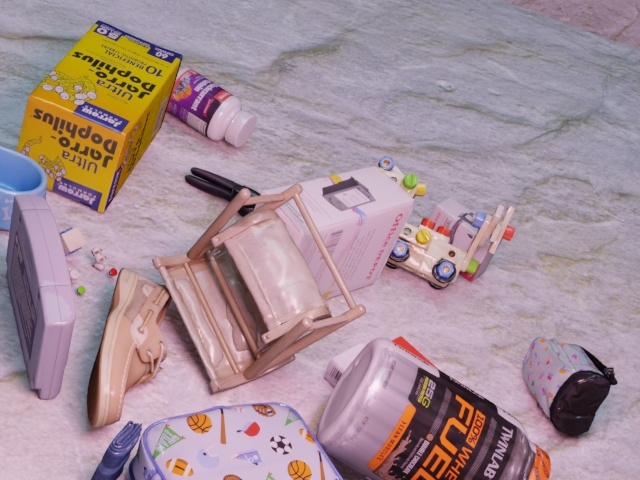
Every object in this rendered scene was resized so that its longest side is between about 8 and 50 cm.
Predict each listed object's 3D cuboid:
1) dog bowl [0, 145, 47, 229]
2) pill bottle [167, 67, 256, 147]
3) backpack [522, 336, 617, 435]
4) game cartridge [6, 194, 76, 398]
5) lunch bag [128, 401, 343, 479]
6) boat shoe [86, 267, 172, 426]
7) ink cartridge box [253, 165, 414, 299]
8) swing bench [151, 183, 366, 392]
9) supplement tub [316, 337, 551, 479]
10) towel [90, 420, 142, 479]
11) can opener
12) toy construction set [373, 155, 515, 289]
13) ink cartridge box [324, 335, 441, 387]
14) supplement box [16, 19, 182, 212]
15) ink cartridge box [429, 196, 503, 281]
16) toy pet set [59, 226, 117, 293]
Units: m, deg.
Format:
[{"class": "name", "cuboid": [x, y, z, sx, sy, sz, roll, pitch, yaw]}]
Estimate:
[{"class": "dog bowl", "cuboid": [-0.627, -0.121, 1.958, 0.297, 0.074, 0.166, 21, 31, -13]}, {"class": "pill bottle", "cuboid": [-0.239, -0.284, 2.380, 0.193, 0.108, 0.108, 32, 36, 12]}, {"class": "backpack", "cuboid": [0.459, 0.258, 2.059, 0.115, 0.152, 0.182, 21, 22, -20]}, {"class": "game cartridge", "cuboid": [-0.443, 0.075, 1.727, 0.062, 0.198, 0.297, 2, 42, -28]}, {"class": "lunch bag", "cuboid": [-0.124, 0.365, 1.613, 0.303, 0.115, 0.243, -7, 48, -37]}, {"class": "boat shoe", "cuboid": [-0.297, 0.167, 1.757, 0.110, 0.122, 0.341, 16, 35, -10]}, {"class": "ink cartridge box", "cuboid": [0.000, 0.000, 2.053, 0.306, 0.226, 0.131, -17, 52, -45]}, {"class": "swing bench", "cuboid": [-0.108, 0.079, 1.825, 0.165, 0.254, 0.253, -8, 67, -53]}, {"class": "supplement tub", "cuboid": [0.180, 0.320, 1.737, 0.338, 0.207, 0.207, 31, 35, -6]}, {"class": "towel", "cuboid": [-0.294, 0.314, 1.574, 0.029, 0.119, 0.067, 35, 37, 4]}, {"class": "can opener", "cuboid": [-0.188, -0.104, 2.226, 0.186, 0.073, 0.059, 25, 42, 17]}, {"class": "toy construction set", "cuboid": [0.227, -0.031, 2.234, 0.327, 0.151, 0.215, 21, 73, 16]}, {"class": "ink cartridge box", "cuboid": [0.147, 0.250, 1.965, 0.189, 0.066, 0.232, 42, 43, 23]}, {"class": "supplement box", "cuboid": [-0.432, -0.251, 2.153, 0.194, 0.195, 0.356, 22, 36, -2]}, {"class": "ink cartridge box", "cuboid": [0.296, -0.004, 2.325, 0.150, 0.109, 0.063, 39, 40, 20]}, {"class": "toy pet set", "cuboid": [-0.438, 0.041, 1.913, 0.122, 0.065, 0.114, -31, 97, -46]}]
